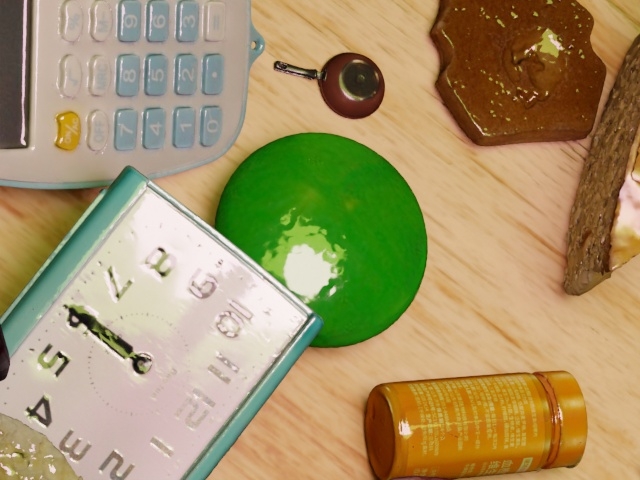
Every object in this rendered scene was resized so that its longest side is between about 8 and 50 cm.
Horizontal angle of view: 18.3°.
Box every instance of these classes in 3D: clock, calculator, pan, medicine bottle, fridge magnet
[{"bbox_3d":[-0.166,0.101,1.754,0.231,0.116,0.262,39,86,-10],"label":"clock"},{"bbox_3d":[-0.211,-0.175,1.785,0.386,0.054,0.256,-4,101,-35],"label":"calculator"},{"bbox_3d":[0.012,-0.159,1.939,0.115,0.023,0.068,13,74,-14],"label":"pan"},{"bbox_3d":[0.144,0.174,1.858,0.192,0.096,0.096,-2,77,-19],"label":"medicine bottle"},{"bbox_3d":[0.000,0.000,1.860,0.208,0.088,0.208,5,74,-17],"label":"fridge magnet"}]

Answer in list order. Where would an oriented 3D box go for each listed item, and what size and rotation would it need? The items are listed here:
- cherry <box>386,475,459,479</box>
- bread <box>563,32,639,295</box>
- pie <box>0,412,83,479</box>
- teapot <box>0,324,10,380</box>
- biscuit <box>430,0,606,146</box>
[{"bbox_3d":[0.100,0.293,1.732,0.192,0.249,0.175,-2,86,-16],"label":"cherry"},{"bbox_3d":[0.396,-0.071,1.924,0.279,0.248,0.315,15,76,-12],"label":"bread"},{"bbox_3d":[-0.309,0.293,1.653,0.306,0.071,0.306,-1,99,-9],"label":"pie"},{"bbox_3d":[-0.303,0.060,1.619,0.087,0.096,0.177,-15,82,-26],"label":"teapot"},{"bbox_3d":[0.195,-0.200,2.002,0.182,0.034,0.215,-4,76,-19],"label":"biscuit"}]
